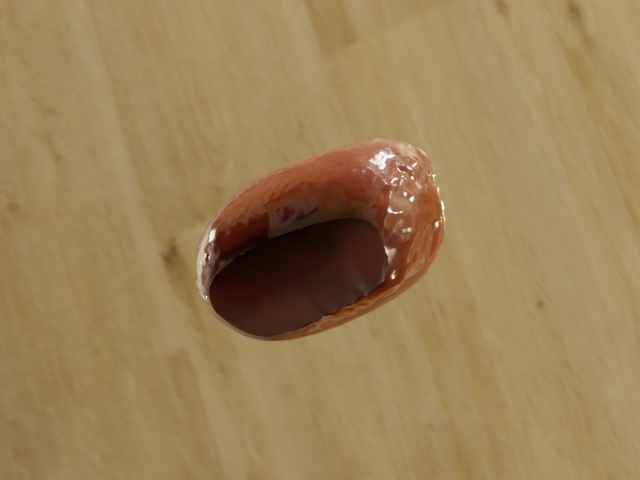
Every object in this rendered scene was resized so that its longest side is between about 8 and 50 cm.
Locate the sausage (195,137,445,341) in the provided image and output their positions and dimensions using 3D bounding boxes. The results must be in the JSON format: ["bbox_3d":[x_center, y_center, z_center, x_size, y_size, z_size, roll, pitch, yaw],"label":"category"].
[{"bbox_3d":[0.000,0.000,0.623,0.094,0.059,0.054,-24,-157,28],"label":"sausage"}]
